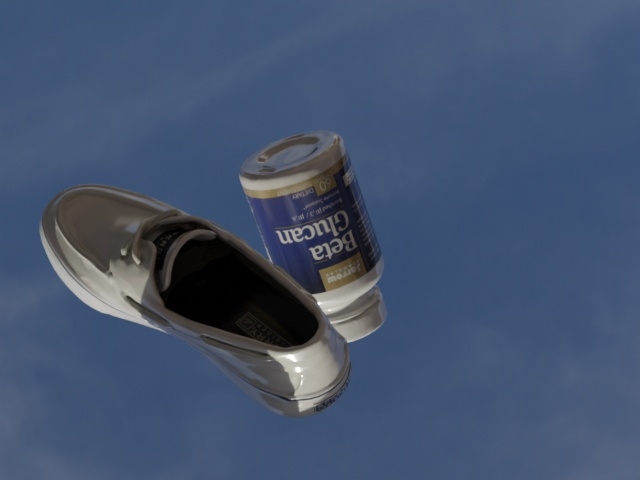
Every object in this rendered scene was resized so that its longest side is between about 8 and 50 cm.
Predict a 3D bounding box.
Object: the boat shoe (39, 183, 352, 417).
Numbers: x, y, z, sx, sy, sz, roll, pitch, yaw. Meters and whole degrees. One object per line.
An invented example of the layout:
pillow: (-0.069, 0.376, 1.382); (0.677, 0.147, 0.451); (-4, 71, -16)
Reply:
boat shoe: (-0.087, 0.018, 1.021); (0.258, 0.084, 0.095); (26, -118, 24)

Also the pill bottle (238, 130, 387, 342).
pill bottle: (0.000, 0.000, 1.327); (0.094, 0.169, 0.094); (-17, -158, 7)
